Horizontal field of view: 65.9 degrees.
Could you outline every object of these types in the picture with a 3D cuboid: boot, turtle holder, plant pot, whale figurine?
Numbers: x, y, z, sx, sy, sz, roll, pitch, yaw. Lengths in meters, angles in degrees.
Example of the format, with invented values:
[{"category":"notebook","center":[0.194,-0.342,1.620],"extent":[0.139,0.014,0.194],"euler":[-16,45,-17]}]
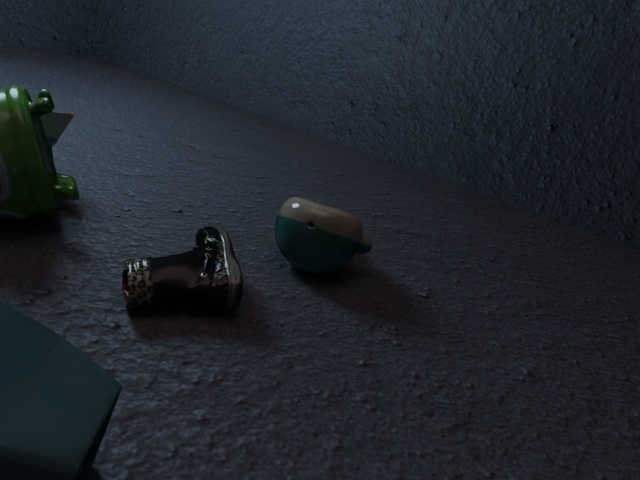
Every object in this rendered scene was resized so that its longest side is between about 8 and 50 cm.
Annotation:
[{"category":"boot","center":[-0.240,0.037,0.836],"extent":[0.179,0.085,0.236],"euler":[1,26,-25]},{"category":"turtle holder","center":[-0.598,-0.168,0.912],"extent":[0.228,0.243,0.320],"euler":[-16,42,-22]},{"category":"plant pot","center":[-0.311,0.153,0.419],"extent":[0.234,0.165,0.165],"euler":[22,21,-10]},{"category":"whale figurine","center":[0.000,0.000,1.052],"extent":[0.216,0.141,0.272],"euler":[19,-2,10]}]

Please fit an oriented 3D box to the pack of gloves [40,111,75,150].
[{"category":"pack of gloves","center":[-0.668,-0.231,1.059],"extent":[0.195,0.232,0.046],"euler":[-7,70,-46]}]
